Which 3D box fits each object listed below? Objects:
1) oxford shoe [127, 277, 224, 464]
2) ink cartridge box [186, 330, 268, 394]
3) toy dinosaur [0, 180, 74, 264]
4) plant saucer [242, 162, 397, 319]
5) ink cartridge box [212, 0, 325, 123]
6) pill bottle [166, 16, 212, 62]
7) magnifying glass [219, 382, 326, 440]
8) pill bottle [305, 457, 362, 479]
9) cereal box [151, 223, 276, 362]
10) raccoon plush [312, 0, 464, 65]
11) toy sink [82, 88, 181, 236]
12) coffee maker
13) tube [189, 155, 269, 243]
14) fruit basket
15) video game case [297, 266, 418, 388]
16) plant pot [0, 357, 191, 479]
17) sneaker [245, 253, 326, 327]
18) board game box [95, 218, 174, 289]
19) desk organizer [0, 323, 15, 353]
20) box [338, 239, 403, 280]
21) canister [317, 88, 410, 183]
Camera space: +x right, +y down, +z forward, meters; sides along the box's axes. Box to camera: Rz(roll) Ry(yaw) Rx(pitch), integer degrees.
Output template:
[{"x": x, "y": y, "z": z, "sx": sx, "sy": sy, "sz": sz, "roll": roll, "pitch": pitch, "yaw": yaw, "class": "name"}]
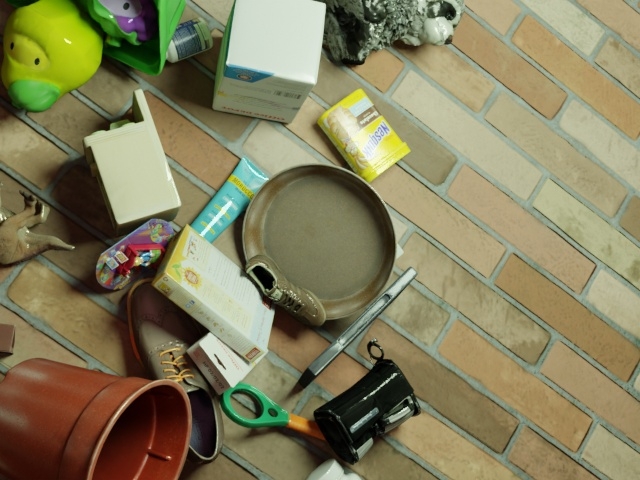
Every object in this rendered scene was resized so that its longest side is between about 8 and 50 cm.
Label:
[{"x": -0.257, "y": 0.235, "z": 1.490, "sx": 0.130, "sy": 0.133, "sz": 0.363, "roll": -22, "pitch": 87, "yaw": -17, "class": "oxford shoe"}, {"x": -0.177, "y": 0.211, "z": 1.493, "sx": 0.061, "sy": 0.181, "sz": 0.104, "roll": -36, "pitch": 91, "yaw": 21, "class": "ink cartridge box"}, {"x": -0.606, "y": -0.013, "z": 1.449, "sx": 0.296, "sy": 0.127, "sz": 0.200, "roll": 29, "pitch": 82, "yaw": -22, "class": "toy dinosaur"}, {"x": 0.000, "y": 0.000, "z": 1.570, "sx": 0.310, "sy": 0.050, "sz": 0.310, "roll": 4, "pitch": 105, "yaw": 15, "class": "plant saucer"}, {"x": -0.106, "y": -0.354, "z": 1.574, "sx": 0.171, "sy": 0.233, "sz": 0.168, "roll": 9, "pitch": 77, "yaw": -13, "class": "ink cartridge box"}, {"x": -0.283, "y": -0.397, "z": 1.619, "sx": 0.120, "sy": 0.067, "sz": 0.067, "roll": -26, "pitch": 89, "yaw": -18, "class": "pill bottle"}, {"x": -0.087, "y": 0.339, "z": 1.560, "sx": 0.231, "sy": 0.026, "sz": 0.092, "roll": 22, "pitch": 34, "yaw": -17, "class": "magnifying glass"}, {"x": 0.058, "y": 0.517, "z": 1.544, "sx": 0.108, "sy": 0.108, "sz": 0.193, "roll": -40, "pitch": 92, "yaw": -17, "class": "pill bottle"}, {"x": -0.189, "y": 0.097, "z": 1.498, "sx": 0.047, "sy": 0.173, "sz": 0.240, "roll": -40, "pitch": 109, "yaw": 24, "class": "cereal box"}, {"x": 0.119, "y": -0.579, "z": 1.696, "sx": 0.299, "sy": 0.216, "sz": 0.446, "roll": -29, "pitch": 89, "yaw": -25, "class": "raccoon plush"}, {"x": -0.364, "y": -0.142, "z": 1.513, "sx": 0.131, "sy": 0.153, "sz": 0.234, "roll": -18, "pitch": 87, "yaw": -17, "class": "toy sink"}, {"x": 0.078, "y": 0.317, "z": 1.572, "sx": 0.178, "sy": 0.120, "sz": 0.171, "roll": -29, "pitch": 73, "yaw": -30, "class": "coffee maker"}, {"x": -0.186, "y": -0.070, "z": 1.607, "sx": 0.080, "sy": 0.052, "sz": 0.207, "roll": 45, "pitch": 67, "yaw": -16, "class": "tube"}, {"x": -0.458, "y": -0.425, "z": 1.467, "sx": 0.392, "sy": 0.283, "sz": 0.392, "roll": 5, "pitch": 60, "yaw": -9, "class": "fruit basket"}, {"x": 0.068, "y": 0.171, "z": 1.556, "sx": 0.026, "sy": 0.196, "sz": 0.274, "roll": 44, "pitch": 73, "yaw": 7, "class": "video game case"}, {"x": -0.401, "y": 0.327, "z": 1.346, "sx": 0.265, "sy": 0.272, "sz": 0.272, "roll": 13, "pitch": 75, "yaw": 24, "class": "plant pot"}, {"x": -0.074, "y": 0.106, "z": 1.554, "sx": 0.188, "sy": 0.071, "sz": 0.066, "roll": 42, "pitch": 112, "yaw": 5, "class": "sneaker"}, {"x": -0.334, "y": 0.037, "z": 1.502, "sx": 0.169, "sy": 0.133, "sz": 0.033, "roll": -37, "pitch": 62, "yaw": -18, "class": "board game box"}, {"x": -0.616, "y": 0.171, "z": 1.450, "sx": 0.130, "sy": 0.047, "sz": 0.050, "roll": 9, "pitch": 77, "yaw": -14, "class": "desk organizer"}, {"x": 0.091, "y": 0.020, "z": 1.643, "sx": 0.101, "sy": 0.087, "sz": 0.102, "roll": -37, "pitch": 91, "yaw": -18, "class": "box"}, {"x": 0.089, "y": -0.217, "z": 1.688, "sx": 0.126, "sy": 0.073, "sz": 0.170, "roll": -38, "pitch": 91, "yaw": -18, "class": "canister"}]
